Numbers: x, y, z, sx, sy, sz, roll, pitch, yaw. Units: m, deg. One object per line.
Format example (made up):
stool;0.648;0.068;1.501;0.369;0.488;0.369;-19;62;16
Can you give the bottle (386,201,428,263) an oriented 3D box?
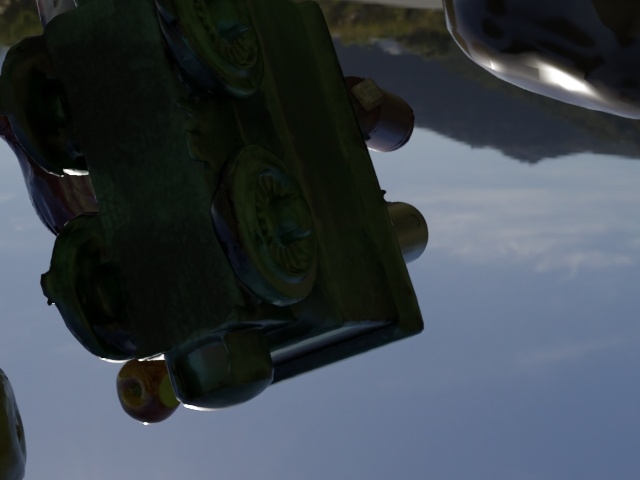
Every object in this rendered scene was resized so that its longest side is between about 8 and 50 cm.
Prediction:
bottle;0.050;0.002;1.001;0.072;0.072;0.201;6;-172;21

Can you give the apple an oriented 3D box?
apple;-0.283;0.242;1.592;0.099;0.114;0.102;2;171;30

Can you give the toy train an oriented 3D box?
toy train;-0.062;-0.037;0.562;0.145;0.265;0.202;-22;166;24

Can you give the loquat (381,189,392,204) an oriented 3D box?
loquat;0.000;0.000;1.276;0.205;0.149;0.172;-13;-129;-5

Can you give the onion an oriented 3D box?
onion;-0.225;-0.081;0.912;0.198;0.173;0.135;26;163;-16

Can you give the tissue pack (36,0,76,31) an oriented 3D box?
tissue pack;-0.272;-0.409;1.181;0.125;0.242;0.343;-1;-145;-1

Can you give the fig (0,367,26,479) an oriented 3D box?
fig;-0.484;0.250;1.101;0.314;0.233;0.233;-26;-154;-35

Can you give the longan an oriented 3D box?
longan;0.321;-0.302;1.036;0.405;0.404;0.336;7;149;25

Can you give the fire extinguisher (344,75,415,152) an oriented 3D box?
fire extinguisher;0.065;-0.178;1.403;0.105;0.104;0.269;5;-178;18
